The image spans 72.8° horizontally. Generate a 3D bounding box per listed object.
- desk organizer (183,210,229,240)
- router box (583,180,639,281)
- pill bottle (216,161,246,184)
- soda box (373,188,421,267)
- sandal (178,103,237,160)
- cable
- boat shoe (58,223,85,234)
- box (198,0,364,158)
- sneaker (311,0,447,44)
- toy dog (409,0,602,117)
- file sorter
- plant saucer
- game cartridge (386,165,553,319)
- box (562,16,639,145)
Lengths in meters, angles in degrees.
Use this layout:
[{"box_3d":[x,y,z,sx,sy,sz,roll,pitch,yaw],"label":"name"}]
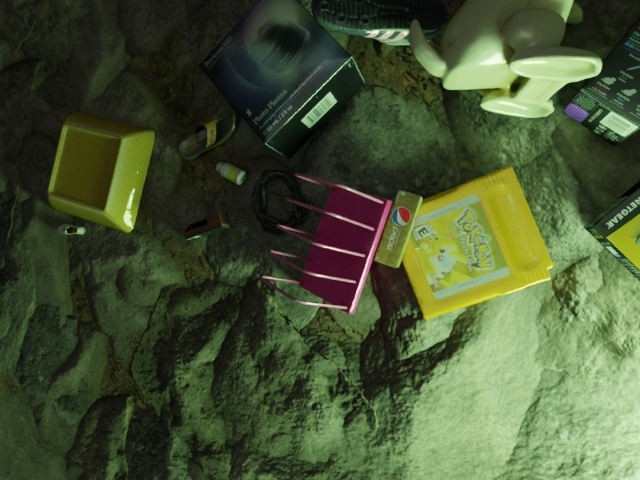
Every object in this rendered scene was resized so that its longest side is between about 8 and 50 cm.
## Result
[{"box_3d":[-0.334,-0.042,1.260,0.130,0.047,0.050,-17,82,15],"label":"desk organizer"},{"box_3d":[0.786,-0.045,0.925,0.309,0.081,0.243,-44,79,11],"label":"router box"},{"box_3d":[-0.256,-0.195,1.242,0.083,0.043,0.043,28,96,15],"label":"pill bottle"},{"box_3d":[0.190,-0.027,1.055,0.061,0.058,0.181,19,94,15],"label":"soda box"},{"box_3d":[-0.333,-0.312,1.257,0.219,0.060,0.090,-29,82,13],"label":"sandal"},{"box_3d":[-0.121,-0.109,1.207,0.150,0.047,0.185,-27,84,19],"label":"cable"},{"box_3d":[-0.812,-0.035,1.400,0.100,0.035,0.035,7,91,15],"label":"boat shoe"},{"box_3d":[-0.100,-0.433,1.133,0.296,0.182,0.294,-43,77,11],"label":"box"},{"box_3d":[0.132,-0.522,1.051,0.318,0.131,0.112,5,86,-6],"label":"sneaker"},{"box_3d":[0.413,-0.521,0.953,0.395,0.284,0.408,9,85,14],"label":"toy dog"},{"box_3d":[0.000,0.000,1.056,0.202,0.182,0.291,23,96,47],"label":"file sorter"},{"box_3d":[-0.709,-0.223,1.353,0.332,0.081,0.333,16,93,16],"label":"plant saucer"},{"box_3d":[0.357,0.009,1.061,0.323,0.052,0.286,-22,83,16],"label":"game cartridge"},{"box_3d":[0.681,-0.366,0.917,0.143,0.165,0.270,39,99,13],"label":"box"}]
